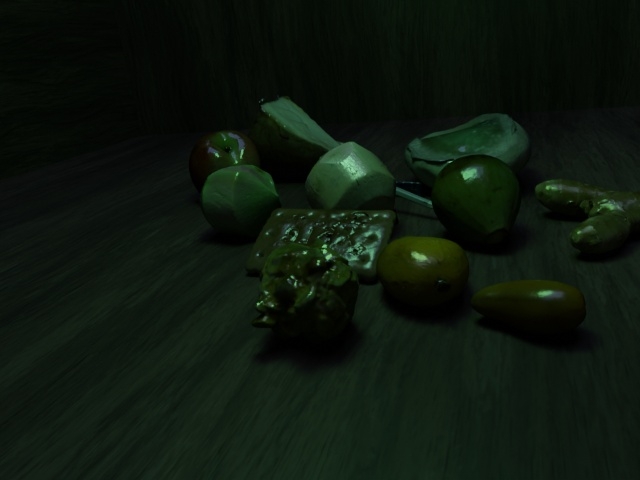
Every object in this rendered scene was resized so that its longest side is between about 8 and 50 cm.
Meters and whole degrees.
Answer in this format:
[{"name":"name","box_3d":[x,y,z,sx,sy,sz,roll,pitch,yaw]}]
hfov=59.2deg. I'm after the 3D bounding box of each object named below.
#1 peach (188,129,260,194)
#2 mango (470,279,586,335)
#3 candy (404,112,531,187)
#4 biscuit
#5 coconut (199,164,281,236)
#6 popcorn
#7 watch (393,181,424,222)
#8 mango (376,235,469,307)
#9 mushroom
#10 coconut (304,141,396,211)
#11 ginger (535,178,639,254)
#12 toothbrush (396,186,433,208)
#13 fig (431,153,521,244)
[{"name":"peach","box_3d":[-0.334,-0.256,1.959,0.253,0.252,0.252,-6,20,2]},{"name":"mango","box_3d":[0.346,0.109,0.941,0.184,0.084,0.102,-2,22,42]},{"name":"candy","box_3d":[0.460,-0.253,1.752,0.386,0.186,0.427,-11,21,12]},{"name":"biscuit","box_3d":[0.000,0.000,1.294,0.325,0.044,0.217,3,45,24]},{"name":"coconut","box_3d":[-0.210,-0.110,1.551,0.236,0.236,0.204,3,56,26]},{"name":"popcorn","box_3d":[-0.024,0.092,0.980,0.186,0.167,0.187,-5,23,8]},{"name":"watch","box_3d":[0.140,-0.120,1.683,0.275,0.068,0.276,8,24,24]},{"name":"mango","box_3d":[0.198,0.049,1.117,0.177,0.119,0.317,-7,11,5]},{"name":"mushroom","box_3d":[-0.087,-0.315,2.090,0.397,0.313,0.224,33,36,-3]},{"name":"coconut","box_3d":[0.075,-0.139,1.463,0.227,0.227,0.230,-16,57,-26]},{"name":"ginger","box_3d":[0.709,-0.069,1.302,0.348,0.122,0.363,-2,14,6]},{"name":"toothbrush","box_3d":[0.283,-0.107,1.538,0.342,0.025,0.030,25,28,35]},{"name":"fig","box_3d":[0.363,-0.096,1.327,0.207,0.207,0.230,0,30,18]}]
